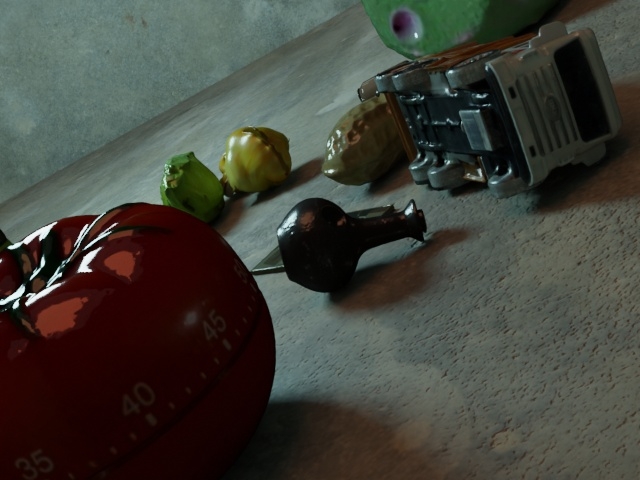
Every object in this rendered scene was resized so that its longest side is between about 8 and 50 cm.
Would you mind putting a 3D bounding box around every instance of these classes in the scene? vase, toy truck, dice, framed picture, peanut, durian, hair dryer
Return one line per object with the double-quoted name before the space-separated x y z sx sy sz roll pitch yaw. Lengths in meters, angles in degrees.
"vase" 0.041 -0.004 1.238 0.183 0.120 0.120 -13 19 2
"toy truck" 0.227 -0.178 1.285 0.207 0.173 0.387 -25 14 -11
"dice" 0.273 -0.545 1.948 0.322 0.330 0.318 -13 21 47
"framed picture" 0.000 0.000 1.436 0.201 0.010 0.136 -9 27 51
"peanut" 0.121 -0.187 1.569 0.298 0.120 0.136 -39 14 -17
"durian" -0.248 -0.089 1.870 0.101 0.139 0.250 -41 21 16
"hair dryer" 0.122 -0.267 1.886 0.117 0.064 0.182 -24 24 24

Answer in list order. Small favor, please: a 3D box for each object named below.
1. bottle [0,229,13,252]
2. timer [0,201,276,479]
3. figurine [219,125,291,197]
"bottle" -0.440 0.095 1.483 0.112 0.260 0.112 -28 18 10
"timer" -0.226 0.137 0.998 0.378 0.279 0.378 -26 19 10
"figurine" -0.132 -0.145 1.884 0.156 0.131 0.246 -47 9 -28
